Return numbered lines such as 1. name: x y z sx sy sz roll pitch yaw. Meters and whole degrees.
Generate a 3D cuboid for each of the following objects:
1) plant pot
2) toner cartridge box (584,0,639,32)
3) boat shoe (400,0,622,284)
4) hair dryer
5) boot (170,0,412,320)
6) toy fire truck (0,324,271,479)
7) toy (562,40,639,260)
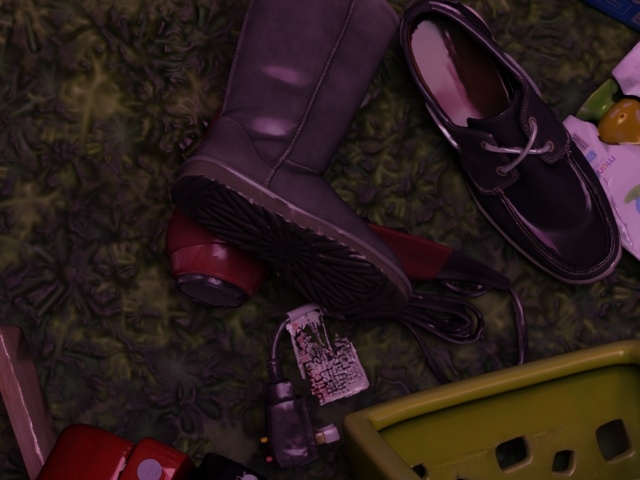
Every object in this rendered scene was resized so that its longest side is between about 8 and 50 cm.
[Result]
1. plant pot: 0.161 0.208 1.116 0.227 0.228 0.207 -13 105 -13
2. toner cartridge box: 0.343 -0.299 1.350 0.165 0.075 0.348 28 74 -1
3. boat shoe: 0.130 -0.068 1.250 0.084 0.079 0.233 -33 83 7
4. hair dryer: 0.000 0.000 1.240 0.223 0.080 0.293 -21 87 -29
5. boot: 0.009 -0.072 1.189 0.189 0.076 0.208 36 49 -15
6. toy fire truck: -0.138 0.154 1.106 0.246 0.217 0.158 24 74 12
7. toy: 0.282 -0.025 1.284 0.237 0.056 0.137 43 87 9
